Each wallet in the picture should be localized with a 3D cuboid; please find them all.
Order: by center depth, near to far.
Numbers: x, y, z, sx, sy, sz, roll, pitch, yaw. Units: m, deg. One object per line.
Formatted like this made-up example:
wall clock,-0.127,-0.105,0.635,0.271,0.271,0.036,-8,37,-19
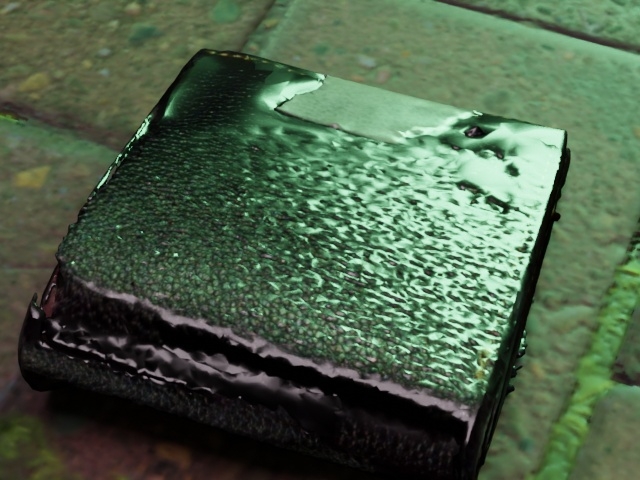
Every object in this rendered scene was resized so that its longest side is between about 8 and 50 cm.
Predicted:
wallet,0.000,0.000,0.834,0.220,0.071,0.262,12,40,11
